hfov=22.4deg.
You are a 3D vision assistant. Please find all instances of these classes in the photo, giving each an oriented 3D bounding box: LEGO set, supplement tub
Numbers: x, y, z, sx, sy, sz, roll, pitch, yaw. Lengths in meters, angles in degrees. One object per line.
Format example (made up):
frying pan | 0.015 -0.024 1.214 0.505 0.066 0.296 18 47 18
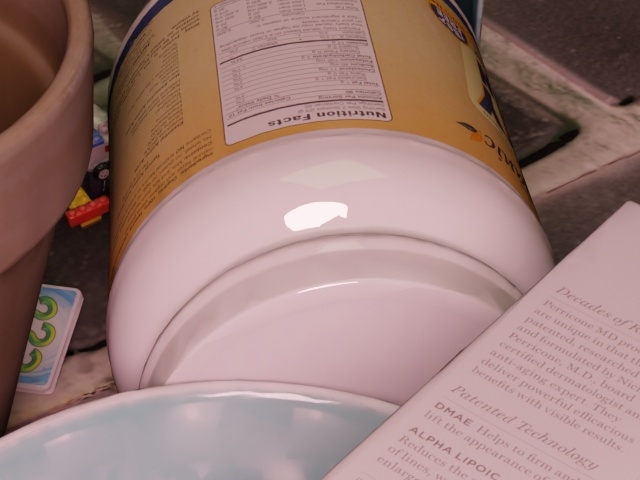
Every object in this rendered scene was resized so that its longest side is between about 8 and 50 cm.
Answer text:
LEGO set | -0.219 -0.027 0.987 0.182 0.060 0.244 8 49 6
supplement tub | 0.000 0.000 0.856 0.228 0.228 0.316 -1 37 -6

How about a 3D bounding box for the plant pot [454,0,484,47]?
plant pot | 0.002 -0.143 1.109 0.165 0.166 0.234 -2 29 -7

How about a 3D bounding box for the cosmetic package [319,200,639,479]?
cosmetic package | 0.076 0.094 0.561 0.085 0.117 0.231 27 41 25

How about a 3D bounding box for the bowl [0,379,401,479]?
bowl | -0.030 0.216 0.619 0.311 0.163 0.311 2 36 -1

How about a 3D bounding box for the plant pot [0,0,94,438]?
plant pot | -0.263 0.019 0.765 0.323 0.280 0.323 2 38 -2

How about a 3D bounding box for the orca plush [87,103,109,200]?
orca plush | -0.211 -0.138 1.133 0.287 0.151 0.102 26 6 19
